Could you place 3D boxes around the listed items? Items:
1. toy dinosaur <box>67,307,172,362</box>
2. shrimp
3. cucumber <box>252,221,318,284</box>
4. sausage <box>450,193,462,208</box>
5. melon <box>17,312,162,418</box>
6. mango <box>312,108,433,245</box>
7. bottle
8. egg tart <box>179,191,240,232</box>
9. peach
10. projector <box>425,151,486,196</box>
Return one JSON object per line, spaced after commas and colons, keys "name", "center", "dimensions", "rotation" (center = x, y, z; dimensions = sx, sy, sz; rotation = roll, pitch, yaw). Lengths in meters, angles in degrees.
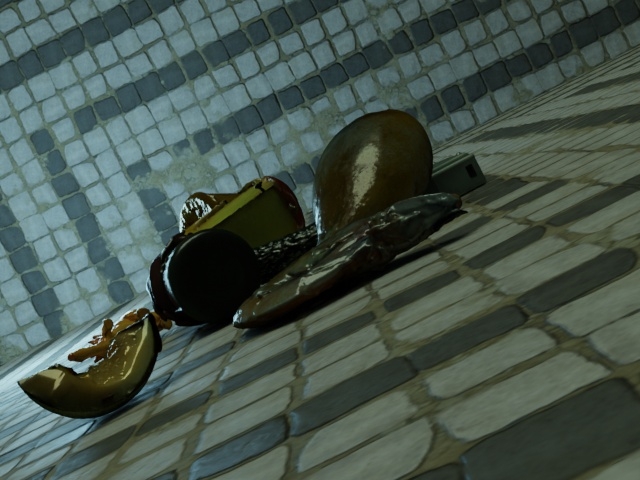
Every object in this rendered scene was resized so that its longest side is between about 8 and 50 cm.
{"name": "toy dinosaur", "center": [-0.310, 0.149, 1.668], "dimensions": [0.117, 0.071, 0.288], "rotation": [-24, 0, 39]}
{"name": "shrimp", "center": [0.020, 0.029, 1.154], "dimensions": [0.316, 0.062, 0.164], "rotation": [-29, 6, 31]}
{"name": "cucumber", "center": [0.000, 0.000, 1.583], "dimensions": [0.293, 0.068, 0.067], "rotation": [-23, 5, 21]}
{"name": "sausage", "center": [0.146, -0.031, 1.331], "dimensions": [0.026, 0.026, 0.116], "rotation": [-22, 6, 46]}
{"name": "melon", "center": [-0.240, 0.157, 1.120], "dimensions": [0.160, 0.079, 0.128], "rotation": [-29, -15, -22]}
{"name": "mango", "center": [0.064, -0.073, 1.411], "dimensions": [0.192, 0.146, 0.316], "rotation": [-40, 14, 34]}
{"name": "bottle", "center": [-0.180, 0.053, 1.513], "dimensions": [0.156, 0.143, 0.271], "rotation": [-28, 3, -18]}
{"name": "egg tart", "center": [-0.175, -0.016, 2.052], "dimensions": [0.147, 0.203, 0.202], "rotation": [-19, -1, -35]}
{"name": "peach", "center": [-0.147, 0.003, 1.852], "dimensions": [0.267, 0.154, 0.159], "rotation": [-35, 12, 10]}
{"name": "projector", "center": [0.174, -0.085, 1.587], "dimensions": [0.115, 0.061, 0.147], "rotation": [-29, 4, -14]}
